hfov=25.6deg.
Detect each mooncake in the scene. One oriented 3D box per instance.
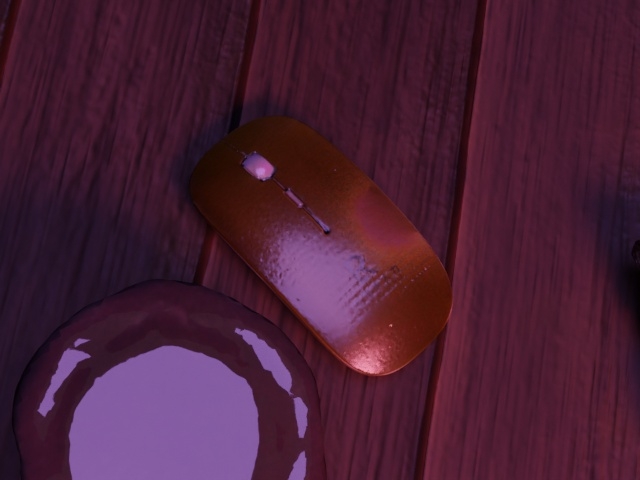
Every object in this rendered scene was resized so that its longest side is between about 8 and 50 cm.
[{"bbox_3d":[-0.111,0.157,1.049,0.245,0.133,0.245,2,72,-6],"label":"mooncake"}]

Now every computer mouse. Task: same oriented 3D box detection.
[{"bbox_3d":[0.000,0.000,1.156,0.126,0.056,0.245,-40,79,-17],"label":"computer mouse"}]

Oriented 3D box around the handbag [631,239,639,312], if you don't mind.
[{"bbox_3d":[0.387,0.081,1.136,0.235,0.127,0.213,-7,75,-7],"label":"handbag"}]
